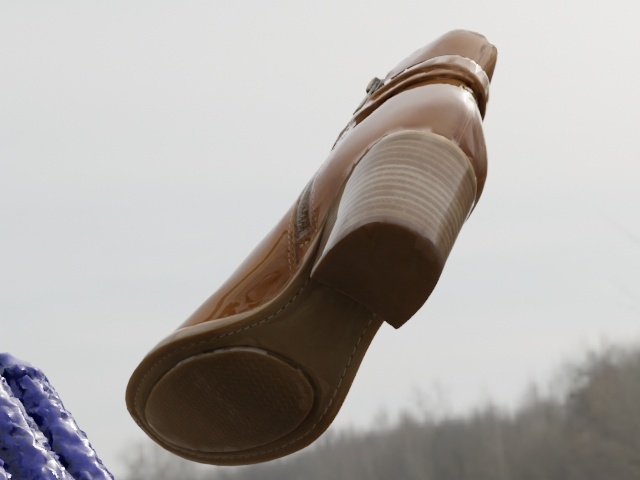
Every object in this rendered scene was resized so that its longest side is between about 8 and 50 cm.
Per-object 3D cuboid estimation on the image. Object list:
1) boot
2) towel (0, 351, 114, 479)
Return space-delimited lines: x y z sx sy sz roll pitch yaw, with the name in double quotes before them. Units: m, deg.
"boot" 0.000 0.000 0.997 0.109 0.220 0.283 34 -51 -9
"towel" -0.124 0.193 0.450 0.076 0.227 0.308 0 -48 -55
